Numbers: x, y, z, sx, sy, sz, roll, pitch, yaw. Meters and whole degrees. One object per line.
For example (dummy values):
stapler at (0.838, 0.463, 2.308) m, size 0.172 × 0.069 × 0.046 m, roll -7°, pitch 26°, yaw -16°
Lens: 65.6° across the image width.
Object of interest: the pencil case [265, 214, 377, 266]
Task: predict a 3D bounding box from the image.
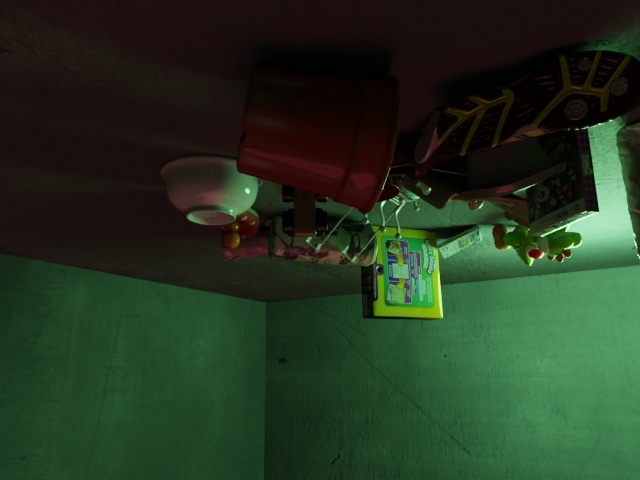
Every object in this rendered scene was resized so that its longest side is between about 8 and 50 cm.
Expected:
pencil case at (0.000, 0.000, 1.858) m, size 0.410 × 0.184 × 0.160 m, roll 5°, pitch 127°, yaw -9°

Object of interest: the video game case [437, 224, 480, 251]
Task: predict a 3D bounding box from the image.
video game case at (0.589, 0.008, 2.095) m, size 0.183 × 0.023 × 0.201 m, roll -27°, pitch 158°, yaw 11°

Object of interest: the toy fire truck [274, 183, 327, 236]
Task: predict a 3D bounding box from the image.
toy fire truck at (-0.060, -0.117, 1.380) m, size 0.158 × 0.217 × 0.246 m, roll -1°, pitch 180°, yaw 0°

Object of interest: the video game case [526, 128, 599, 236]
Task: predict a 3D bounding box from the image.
video game case at (0.582, -0.148, 1.222) m, size 0.041 × 0.232 × 0.210 m, roll 4°, pitch 165°, yaw -11°

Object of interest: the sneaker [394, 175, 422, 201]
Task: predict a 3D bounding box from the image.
sneaker at (0.263, -0.162, 1.486) m, size 0.166 × 0.065 × 0.076 m, roll 11°, pitch 157°, yaw -43°

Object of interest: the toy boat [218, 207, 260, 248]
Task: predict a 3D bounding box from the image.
toy boat at (-0.304, -0.046, 1.709) m, size 0.150 × 0.151 × 0.231 m, roll -6°, pitch 164°, yaw 20°

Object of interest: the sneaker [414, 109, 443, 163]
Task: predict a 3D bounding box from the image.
sneaker at (0.272, -0.235, 1.150) m, size 0.070 × 0.051 × 0.134 m, roll -2°, pitch 133°, yaw -26°

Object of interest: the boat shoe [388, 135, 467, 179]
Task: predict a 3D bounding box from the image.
boat shoe at (0.243, -0.201, 1.247) m, size 0.307 × 0.105 × 0.111 m, roll -2°, pitch 164°, yaw 3°

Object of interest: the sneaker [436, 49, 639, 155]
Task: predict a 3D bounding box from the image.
sneaker at (0.426, -0.277, 0.989) m, size 0.384 × 0.145 × 0.147 m, roll -9°, pitch -167°, yaw 22°

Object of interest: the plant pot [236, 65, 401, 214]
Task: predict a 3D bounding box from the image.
plant pot at (-0.016, -0.206, 0.960) m, size 0.264 × 0.273 × 0.272 m, roll 9°, pitch 164°, yaw -8°

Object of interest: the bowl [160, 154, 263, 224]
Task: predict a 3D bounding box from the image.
bowl at (-0.316, -0.127, 1.441) m, size 0.297 × 0.134 × 0.298 m, roll 0°, pitch 164°, yaw 0°

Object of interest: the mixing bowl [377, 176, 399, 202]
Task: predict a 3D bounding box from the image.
mixing bowl at (0.122, -0.173, 1.355) m, size 0.181 × 0.098 × 0.181 m, roll -1°, pitch 165°, yaw 0°

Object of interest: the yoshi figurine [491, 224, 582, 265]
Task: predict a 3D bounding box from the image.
yoshi figurine at (0.813, -0.044, 1.850) m, size 0.203 × 0.203 × 0.362 m, roll 45°, pitch 168°, yaw -11°

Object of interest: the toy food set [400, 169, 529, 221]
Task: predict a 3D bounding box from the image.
toy food set at (0.403, -0.116, 1.382) m, size 0.306 × 0.093 × 0.220 m, roll 4°, pitch -158°, yaw -23°

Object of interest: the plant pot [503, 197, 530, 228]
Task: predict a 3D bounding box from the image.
plant pot at (0.673, -0.099, 1.455) m, size 0.237 × 0.110 × 0.237 m, roll -31°, pitch 173°, yaw -4°

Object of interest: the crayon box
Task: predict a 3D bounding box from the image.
crayon box at (0.325, 0.134, 2.012) m, size 0.312 × 0.363 × 0.106 m, roll 5°, pitch 164°, yaw -21°

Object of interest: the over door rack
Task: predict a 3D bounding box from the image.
over door rack at (0.149, -0.041, 1.618) m, size 0.324 × 0.108 × 0.239 m, roll -41°, pitch 147°, yaw 21°

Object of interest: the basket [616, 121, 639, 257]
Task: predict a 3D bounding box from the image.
basket at (0.915, -0.125, 1.172) m, size 0.328 × 0.332 × 0.266 m, roll -11°, pitch 168°, yaw 33°

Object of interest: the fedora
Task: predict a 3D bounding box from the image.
fedora at (0.427, -0.192, 1.154) m, size 0.243 × 0.124 × 0.275 m, roll -12°, pitch -168°, yaw 38°

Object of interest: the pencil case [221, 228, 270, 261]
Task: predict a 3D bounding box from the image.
pencil case at (-0.268, 0.017, 2.013) m, size 0.284 × 0.124 × 0.124 m, roll -8°, pitch 164°, yaw 20°
